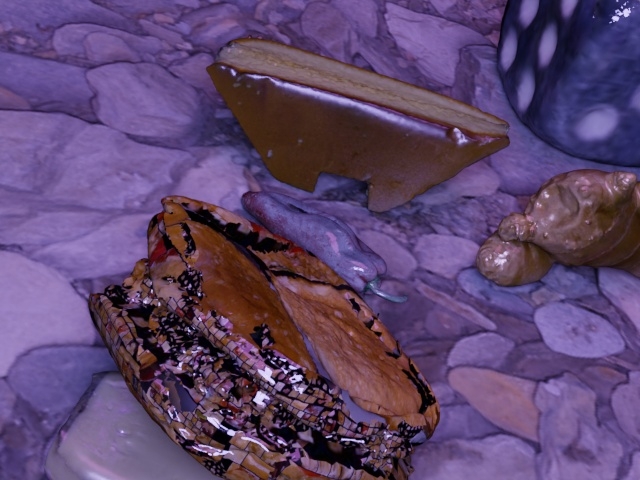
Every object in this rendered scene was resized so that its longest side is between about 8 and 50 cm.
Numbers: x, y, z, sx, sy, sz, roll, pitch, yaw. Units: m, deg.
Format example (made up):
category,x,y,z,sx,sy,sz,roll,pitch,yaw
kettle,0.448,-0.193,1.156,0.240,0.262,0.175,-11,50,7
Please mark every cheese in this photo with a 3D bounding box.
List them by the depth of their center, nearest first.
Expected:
category,x,y,z,sx,sy,sz,roll,pitch,yaw
cheese,-0.063,0.145,0.805,0.192,0.037,0.097,24,40,4

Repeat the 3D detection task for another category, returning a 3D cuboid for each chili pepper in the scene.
category,x,y,z,sx,sy,sz,roll,pitch,yaw
chili pepper,0.001,-0.001,1.004,0.153,0.041,0.050,40,0,21

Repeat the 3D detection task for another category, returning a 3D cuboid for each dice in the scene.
category,x,y,z,sx,sy,sz,roll,pitch,yaw
dice,0.277,-0.186,1.236,0.183,0.182,0.181,7,40,-20

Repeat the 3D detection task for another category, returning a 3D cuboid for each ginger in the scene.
category,x,y,z,sx,sy,sz,roll,pitch,yaw
ginger,0.219,-0.017,1.068,0.206,0.115,0.081,-7,31,-36

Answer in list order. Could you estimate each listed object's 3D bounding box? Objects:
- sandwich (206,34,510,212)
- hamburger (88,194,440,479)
category,x,y,z,sx,sy,sz,roll,pitch,yaw
sandwich,0.025,-0.088,1.085,0.245,0.088,0.090,15,30,-3
hamburger,-0.030,0.072,0.815,0.231,0.106,0.231,38,9,-7
